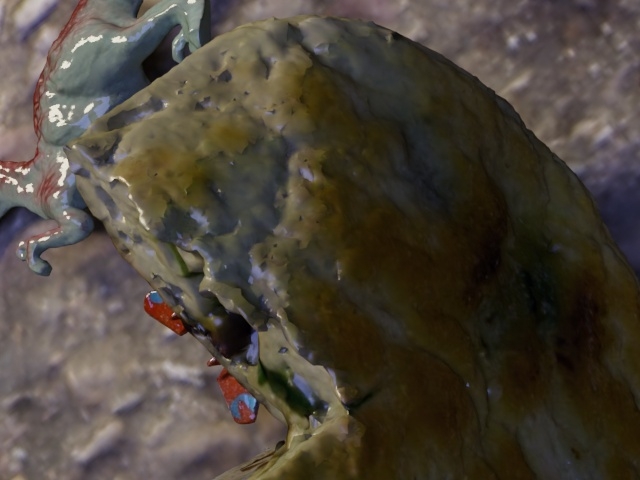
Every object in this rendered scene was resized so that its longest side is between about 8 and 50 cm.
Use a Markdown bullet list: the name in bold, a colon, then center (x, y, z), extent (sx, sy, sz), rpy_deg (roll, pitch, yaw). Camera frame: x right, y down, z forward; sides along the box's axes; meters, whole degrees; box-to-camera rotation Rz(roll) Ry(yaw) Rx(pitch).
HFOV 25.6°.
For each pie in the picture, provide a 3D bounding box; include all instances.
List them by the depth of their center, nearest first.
- **pie**: center (0.045, 0.059, 0.581), extent (0.075, 0.338, 0.337), rpy_deg (-34, 74, 48)

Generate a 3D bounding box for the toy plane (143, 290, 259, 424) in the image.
- **toy plane**: center (0.001, 0.001, 0.704), extent (0.189, 0.061, 0.130), rpy_deg (-42, 75, 5)

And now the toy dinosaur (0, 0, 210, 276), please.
- **toy dinosaur**: center (-0.115, -0.096, 0.746), extent (0.167, 0.053, 0.242), rpy_deg (12, 98, 24)

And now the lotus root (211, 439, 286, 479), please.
- **lotus root**: center (0.010, 0.121, 0.666), extent (0.122, 0.112, 0.081), rpy_deg (-26, 95, -5)
